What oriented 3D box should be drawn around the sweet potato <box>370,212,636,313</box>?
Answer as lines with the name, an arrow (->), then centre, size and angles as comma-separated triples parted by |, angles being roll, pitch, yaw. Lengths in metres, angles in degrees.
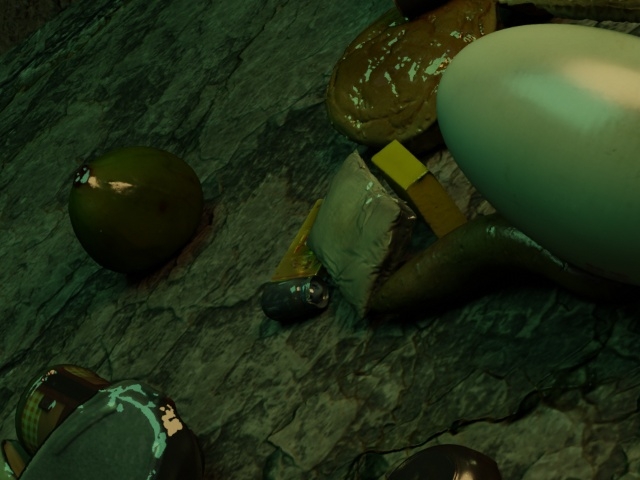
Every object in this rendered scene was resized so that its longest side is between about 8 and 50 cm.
sweet potato -> 0.199, 0.024, 1.513 | 0.346, 0.079, 0.108 | -7, 71, 44

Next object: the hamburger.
hamburger -> 0.141, -0.240, 1.917 | 0.285, 0.134, 0.265 | -18, 32, 39

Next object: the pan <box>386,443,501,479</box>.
pan -> 0.086, 0.269, 1.295 | 0.128, 0.048, 0.202 | -1, 45, 49

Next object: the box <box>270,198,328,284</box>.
box -> 0.000, 0.000, 1.841 | 0.089, 0.022, 0.156 | -9, 39, 45

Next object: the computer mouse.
computer mouse -> -0.261, 0.324, 1.503 | 0.203, 0.114, 0.374 | 39, 92, 33

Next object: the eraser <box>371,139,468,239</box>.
eraser -> 0.122, -0.061, 1.706 | 0.045, 0.097, 0.122 | -38, 29, 0

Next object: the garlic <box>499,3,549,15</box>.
garlic -> 0.261, -0.375, 1.963 | 0.198, 0.128, 0.090 | 28, 110, 41

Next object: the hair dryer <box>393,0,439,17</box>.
hair dryer -> 0.148, -0.431, 1.930 | 0.128, 0.070, 0.255 | -21, 50, 18

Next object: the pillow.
pillow -> 0.046, -0.012, 1.697 | 0.148, 0.050, 0.230 | -61, 24, 13

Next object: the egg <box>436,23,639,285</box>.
egg -> 0.278, -0.089, 1.353 | 0.371, 0.230, 0.230 | 28, 66, 29

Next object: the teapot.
teapot -> -0.028, 0.073, 1.747 | 0.083, 0.063, 0.049 | -14, 76, 34

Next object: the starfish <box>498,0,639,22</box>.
starfish -> 0.410, -0.203, 1.359 | 0.432, 0.324, 0.082 | 6, 77, 46

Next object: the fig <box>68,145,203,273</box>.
fig -> -0.291, -0.063, 2.082 | 0.203, 0.225, 0.203 | -15, 58, 25

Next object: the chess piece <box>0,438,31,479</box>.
chess piece -> -0.433, 0.370, 1.703 | 0.243, 0.133, 0.133 | -42, 27, 3

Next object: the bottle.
bottle -> -0.249, 0.241, 1.643 | 0.271, 0.143, 0.156 | 15, 85, 46
